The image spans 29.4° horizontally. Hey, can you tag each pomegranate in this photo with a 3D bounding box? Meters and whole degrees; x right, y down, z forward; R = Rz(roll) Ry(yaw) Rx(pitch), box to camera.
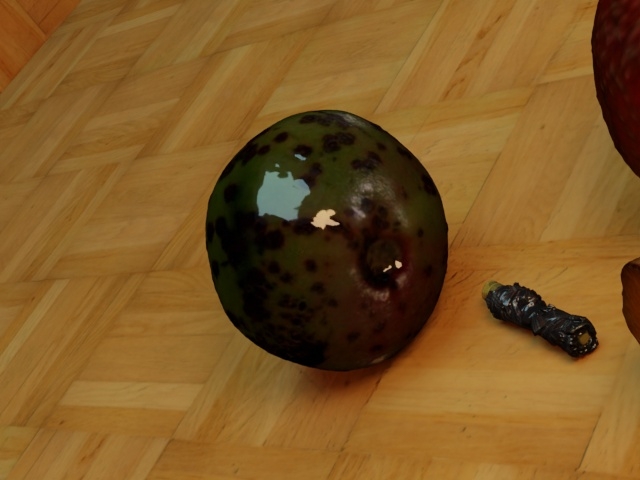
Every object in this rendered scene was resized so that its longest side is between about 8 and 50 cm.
[{"bbox_3d":[-0.001,-0.016,1.180,0.242,0.242,0.306,-35,24,7],"label":"pomegranate"}]

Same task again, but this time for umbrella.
[{"bbox_3d":[0.185,0.063,1.058,0.037,0.040,0.144,-52,29,-5],"label":"umbrella"}]

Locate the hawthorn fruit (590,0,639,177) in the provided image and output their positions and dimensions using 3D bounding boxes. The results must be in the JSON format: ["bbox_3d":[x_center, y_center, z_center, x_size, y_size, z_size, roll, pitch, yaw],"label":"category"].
[{"bbox_3d":[0.341,-0.146,0.953,0.275,0.300,0.275,1,55,-1],"label":"hawthorn fruit"}]

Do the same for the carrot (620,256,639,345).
[{"bbox_3d":[0.335,0.038,0.847,0.225,0.159,0.159,-28,28,-9],"label":"carrot"}]
